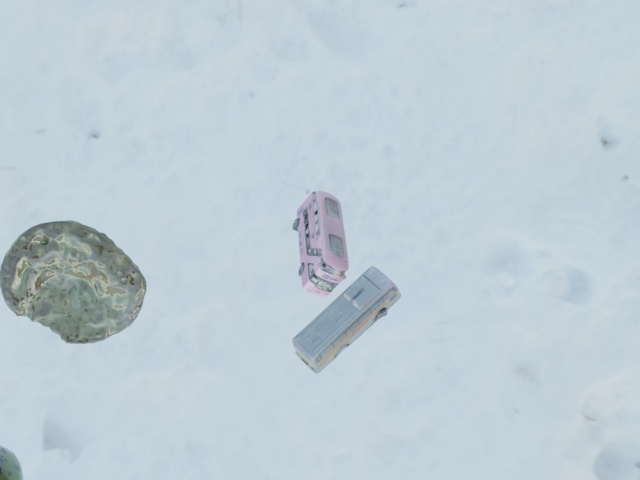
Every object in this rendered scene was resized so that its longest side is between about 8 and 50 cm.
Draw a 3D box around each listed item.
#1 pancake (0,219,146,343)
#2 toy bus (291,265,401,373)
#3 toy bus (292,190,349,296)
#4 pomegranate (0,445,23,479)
[{"bbox_3d":[-0.414,0.072,1.303,0.236,0.042,0.222,14,107,-13],"label":"pancake"},{"bbox_3d":[0.038,0.110,1.094,0.172,0.072,0.057,-42,61,-13],"label":"toy bus"},{"bbox_3d":[0.000,0.000,1.369,0.063,0.090,0.203,21,41,-27],"label":"toy bus"},{"bbox_3d":[-0.682,0.497,1.468,0.254,0.270,0.254,10,73,-35],"label":"pomegranate"}]
